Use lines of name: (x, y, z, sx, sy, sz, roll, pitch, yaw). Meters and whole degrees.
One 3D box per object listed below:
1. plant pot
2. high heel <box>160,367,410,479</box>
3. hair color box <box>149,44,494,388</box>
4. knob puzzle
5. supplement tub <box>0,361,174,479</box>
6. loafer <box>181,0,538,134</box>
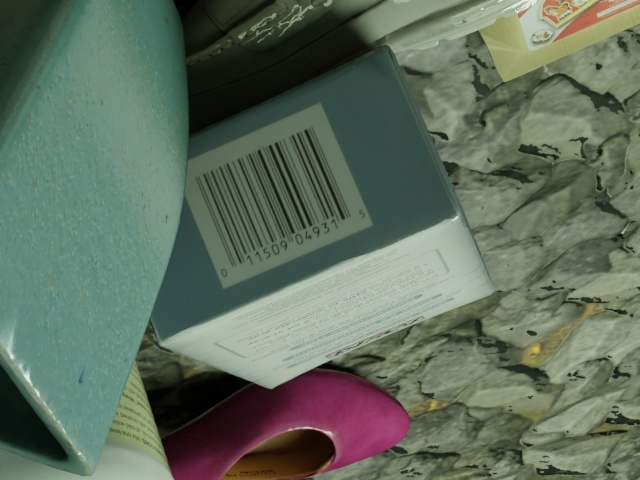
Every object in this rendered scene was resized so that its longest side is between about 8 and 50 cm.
plant pot: (-0.199, -0.069, 0.987, 0.247, 0.252, 0.248, 16, 155, 19)
high heel: (-0.070, 0.209, 1.583, 0.377, 0.181, 0.127, -2, 144, -29)
hair color box: (0.000, 0.000, 1.254, 0.185, 0.113, 0.374, -23, 169, 4)
knob puzzle: (0.172, -0.195, 1.251, 0.213, 0.030, 0.213, -15, 149, -9)
supplement tub: (-0.223, 0.126, 1.222, 0.235, 0.324, 0.235, -15, 148, -10)
loafer: (-0.018, -0.146, 1.159, 0.319, 0.112, 0.111, -24, 113, 6)
